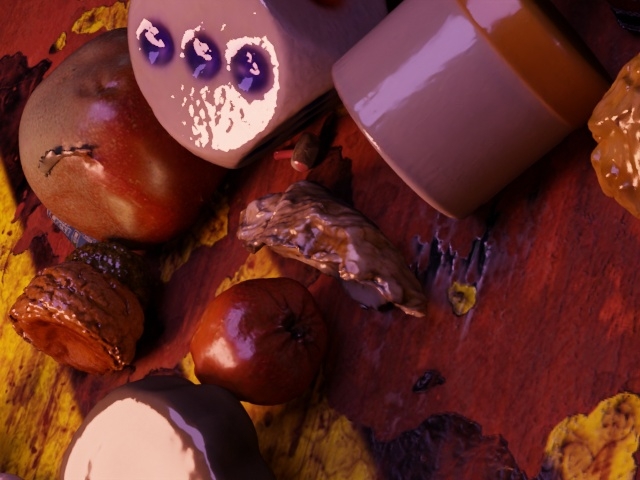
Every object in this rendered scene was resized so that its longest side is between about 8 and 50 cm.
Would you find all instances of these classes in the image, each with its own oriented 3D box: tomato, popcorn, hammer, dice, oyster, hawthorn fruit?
[{"bbox_3d":[-0.267,-0.143,1.910,0.303,0.239,0.303,-25,48,32],"label":"tomato"},{"bbox_3d":[0.386,-0.109,1.354,0.250,0.190,0.250,22,124,36],"label":"popcorn"},{"bbox_3d":[-0.035,-0.115,1.851,0.083,0.031,0.052,0,62,52],"label":"hammer"},{"bbox_3d":[-0.078,-0.262,1.761,0.251,0.243,0.259,-38,85,40],"label":"dice"},{"bbox_3d":[0.004,-0.003,1.676,0.110,0.166,0.341,-63,27,4],"label":"oyster"},{"bbox_3d":[-0.105,0.155,1.696,0.285,0.165,0.165,-46,38,44],"label":"hawthorn fruit"}]

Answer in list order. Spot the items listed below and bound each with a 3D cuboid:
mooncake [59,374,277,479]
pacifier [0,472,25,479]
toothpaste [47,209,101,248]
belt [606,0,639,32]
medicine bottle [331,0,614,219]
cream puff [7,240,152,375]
[{"bbox_3d":[-0.168,0.284,1.597,0.275,0.135,0.275,4,96,39],"label":"mooncake"},{"bbox_3d":[-0.529,0.347,1.856,0.273,0.220,0.332,-3,77,40],"label":"pacifier"},{"bbox_3d":[-0.358,-0.016,2.064,0.197,0.035,0.057,39,109,45],"label":"toothpaste"},{"bbox_3d":[0.444,-0.262,1.476,0.359,0.094,0.126,24,79,45],"label":"belt"},{"bbox_3d":[0.169,-0.180,1.560,0.232,0.238,0.238,-40,45,17],"label":"medicine bottle"},{"bbox_3d":[-0.306,0.072,1.881,0.183,0.183,0.169,-2,52,40],"label":"cream puff"}]
